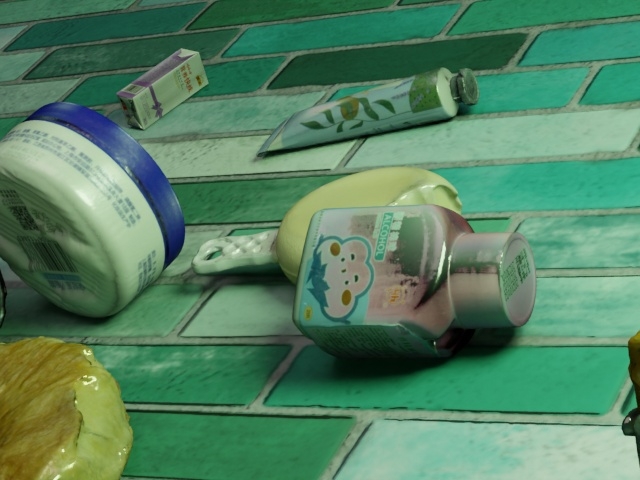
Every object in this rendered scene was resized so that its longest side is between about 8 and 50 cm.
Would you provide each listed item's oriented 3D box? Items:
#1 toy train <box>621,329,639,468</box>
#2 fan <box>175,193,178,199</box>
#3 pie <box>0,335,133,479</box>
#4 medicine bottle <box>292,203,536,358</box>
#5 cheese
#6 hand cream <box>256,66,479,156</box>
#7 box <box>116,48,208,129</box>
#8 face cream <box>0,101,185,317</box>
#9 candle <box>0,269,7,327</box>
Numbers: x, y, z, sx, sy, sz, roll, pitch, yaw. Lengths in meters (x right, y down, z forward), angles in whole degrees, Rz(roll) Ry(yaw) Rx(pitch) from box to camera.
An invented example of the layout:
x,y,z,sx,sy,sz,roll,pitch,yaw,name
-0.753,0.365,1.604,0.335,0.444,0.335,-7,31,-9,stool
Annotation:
x,y,z,sx,sy,sz,roll,pitch,yaw,name
0.372,0.127,1.085,0.369,0.163,0.231,4,23,40,toy train
-0.189,-0.032,1.927,0.080,0.003,0.060,-31,28,-20,fan
-0.313,0.197,1.512,0.339,0.083,0.339,-14,28,8,pie
0.081,0.036,1.484,0.188,0.094,0.119,-2,64,29,medicine bottle
0.004,-0.011,1.683,0.248,0.071,0.163,4,36,41,cheese
0.050,-0.136,1.912,0.256,0.055,0.088,-14,27,29,hand cream
-0.194,-0.187,2.162,0.036,0.051,0.117,18,45,41,box
-0.244,-0.026,1.734,0.206,0.206,0.111,8,42,44,face cream
-0.444,0.026,1.811,0.187,0.187,0.330,-28,26,-14,candle
